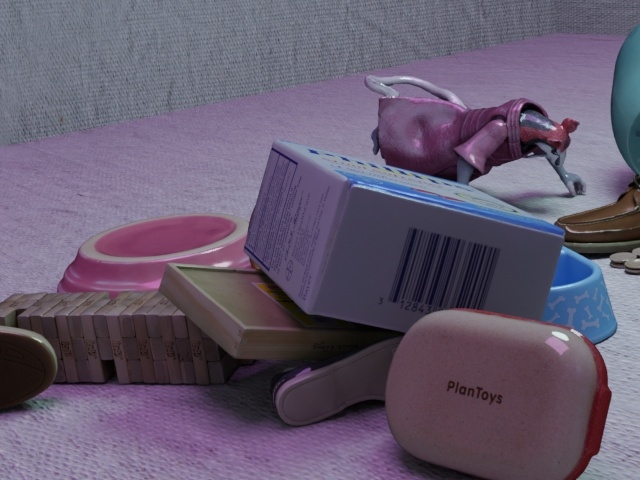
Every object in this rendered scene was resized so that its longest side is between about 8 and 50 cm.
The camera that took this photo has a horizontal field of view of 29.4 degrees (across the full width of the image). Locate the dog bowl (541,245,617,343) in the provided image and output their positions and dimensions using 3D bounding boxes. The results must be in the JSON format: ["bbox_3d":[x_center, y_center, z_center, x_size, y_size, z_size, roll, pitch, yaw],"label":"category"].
[{"bbox_3d":[0.250,0.055,1.518,0.166,0.074,0.297,-10,15,-13],"label":"dog bowl"}]

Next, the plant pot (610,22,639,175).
[{"bbox_3d":[0.599,-0.207,1.950,0.293,0.293,0.235,1,32,24],"label":"plant pot"}]

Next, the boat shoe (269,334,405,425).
[{"bbox_3d":[0.043,0.138,1.307,0.206,0.075,0.065,-16,21,-14],"label":"boat shoe"}]

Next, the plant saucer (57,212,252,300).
[{"bbox_3d":[-0.221,0.031,1.780,0.332,0.084,0.332,-6,15,2],"label":"plant saucer"}]

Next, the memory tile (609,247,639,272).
[{"bbox_3d":[0.467,0.031,1.627,0.113,0.012,0.148,-12,17,-20],"label":"memory tile"}]

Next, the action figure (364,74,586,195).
[{"bbox_3d":[0.281,-0.180,2.026,0.248,0.275,0.370,-12,2,-40],"label":"action figure"}]

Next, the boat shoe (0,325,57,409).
[{"bbox_3d":[-0.446,0.144,1.435,0.302,0.109,0.098,-9,16,11],"label":"boat shoe"}]

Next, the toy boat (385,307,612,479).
[{"bbox_3d":[0.177,0.151,1.148,0.231,0.151,0.151,9,-8,42],"label":"toy boat"}]

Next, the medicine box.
[{"bbox_3d":[0.083,0.002,1.379,0.264,0.149,0.289,12,10,-20],"label":"medicine box"}]

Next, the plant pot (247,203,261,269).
[{"bbox_3d":[0.000,0.000,1.629,0.205,0.205,0.188,-9,1,-7],"label":"plant pot"}]

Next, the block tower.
[{"bbox_3d":[-0.251,0.116,1.474,0.336,0.090,0.097,-3,17,15],"label":"block tower"}]

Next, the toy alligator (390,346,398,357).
[{"bbox_3d":[0.163,0.147,1.248,0.190,0.056,0.051,7,61,7],"label":"toy alligator"}]

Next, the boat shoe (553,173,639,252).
[{"bbox_3d":[0.475,-0.052,1.749,0.307,0.104,0.111,-9,16,-10],"label":"boat shoe"}]

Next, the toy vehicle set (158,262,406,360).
[{"bbox_3d":[-0.027,0.082,1.376,0.267,0.035,0.166,6,20,-39],"label":"toy vehicle set"}]
